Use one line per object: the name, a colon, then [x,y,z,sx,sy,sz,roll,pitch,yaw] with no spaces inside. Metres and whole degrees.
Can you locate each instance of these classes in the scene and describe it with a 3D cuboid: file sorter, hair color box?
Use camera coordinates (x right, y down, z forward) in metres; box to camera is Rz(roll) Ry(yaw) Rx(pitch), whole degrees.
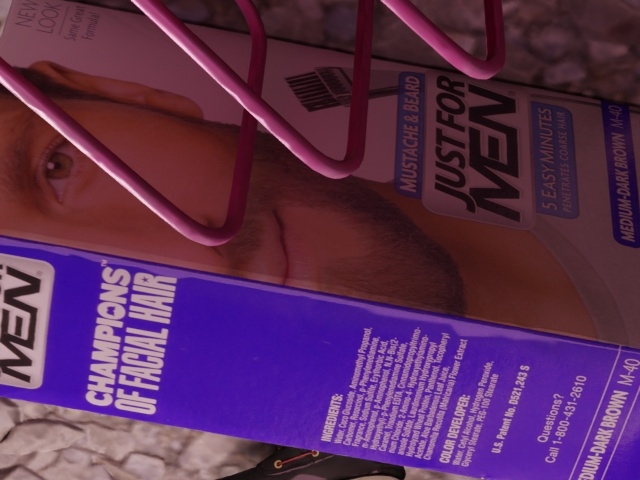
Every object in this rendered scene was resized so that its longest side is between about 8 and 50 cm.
file sorter: [0.012,-0.161,0.736,0.290,0.202,0.182,-33,122,28]
hair color box: [0.000,0.000,0.886,0.338,0.185,0.110,9,131,-3]

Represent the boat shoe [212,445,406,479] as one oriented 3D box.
boat shoe: [-0.013,0.143,1.106,0.133,0.042,0.049,-13,149,16]
